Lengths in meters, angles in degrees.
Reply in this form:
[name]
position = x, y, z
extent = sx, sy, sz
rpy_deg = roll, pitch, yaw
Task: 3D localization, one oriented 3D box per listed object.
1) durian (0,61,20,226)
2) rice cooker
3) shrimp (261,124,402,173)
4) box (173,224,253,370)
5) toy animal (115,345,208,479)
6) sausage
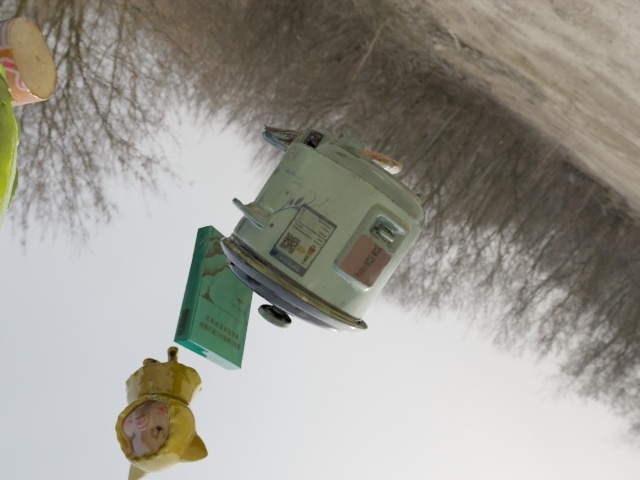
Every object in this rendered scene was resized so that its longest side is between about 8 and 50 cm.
[durian]
position = -0.319, -0.066, 0.488
extent = 0.101, 0.251, 0.139
rpy_deg = 8, 165, -24
[rice cooker]
position = 0.000, 0.000, 0.874
extent = 0.316, 0.317, 0.264
rpy_deg = 21, -172, -38
[shrimp]
position = 0.020, -0.191, 1.194
extent = 0.316, 0.062, 0.164
rpy_deg = 16, -178, 6
[box]
position = -0.187, 0.108, 1.055
extent = 0.161, 0.042, 0.227
rpy_deg = 47, -140, -49
[toy animal]
position = -0.281, 0.298, 1.003
extent = 0.156, 0.156, 0.230
rpy_deg = 25, -146, -31
[sausage]
position = -0.930, -0.483, 1.585
extent = 0.286, 0.233, 0.233
rpy_deg = -11, -156, 1
